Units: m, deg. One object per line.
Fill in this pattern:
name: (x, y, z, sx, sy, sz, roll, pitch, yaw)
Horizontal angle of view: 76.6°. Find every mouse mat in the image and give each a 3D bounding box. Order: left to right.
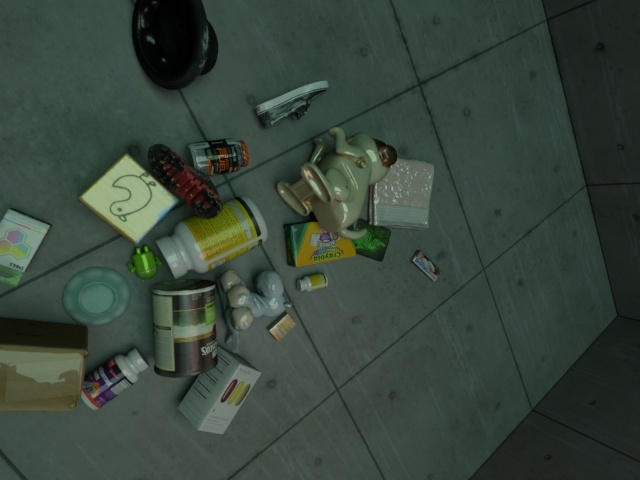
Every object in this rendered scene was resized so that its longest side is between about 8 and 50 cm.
mouse mat: (0.221, 0.000, 1.775, 0.190, 0.007, 0.152, 18, 86, -27)

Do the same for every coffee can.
coffee can: (-0.445, 0.279, 1.334, 0.202, 0.202, 0.274, -3, 96, -28)

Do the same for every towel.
towel: (0.363, -0.211, 1.804, 0.332, 0.053, 0.316, 3, 92, -29)

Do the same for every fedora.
fedora: (-0.431, -0.635, 1.268, 0.153, 0.335, 0.333, -19, 106, -62)

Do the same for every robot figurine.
robot figurine: (-0.573, 0.074, 1.323, 0.101, 0.067, 0.115, -18, 103, -34)

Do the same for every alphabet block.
alphabet block: (-0.580, -0.124, 1.232, 0.197, 0.194, 0.192, 45, 72, -24)

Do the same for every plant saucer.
plant saucer: (-0.703, 0.181, 1.281, 0.195, 0.037, 0.194, -2, 95, -28)

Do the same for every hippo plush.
hippo plush: (-0.217, 0.227, 1.432, 0.237, 0.234, 0.293, -12, 100, -26)

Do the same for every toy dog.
toy dog: (0.114, -0.247, 1.529, 0.395, 0.285, 0.408, 45, 62, -4)

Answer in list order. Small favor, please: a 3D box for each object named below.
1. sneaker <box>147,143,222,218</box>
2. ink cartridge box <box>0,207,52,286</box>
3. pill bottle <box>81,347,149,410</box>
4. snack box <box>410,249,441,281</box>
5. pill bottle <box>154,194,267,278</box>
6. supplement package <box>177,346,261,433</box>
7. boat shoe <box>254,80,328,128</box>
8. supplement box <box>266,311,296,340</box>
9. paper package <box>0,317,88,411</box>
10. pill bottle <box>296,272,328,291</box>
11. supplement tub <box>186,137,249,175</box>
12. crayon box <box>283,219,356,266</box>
sneaker: (-0.419, -0.189, 1.265, 0.098, 0.135, 0.276, -40, 115, 6)
ink cartridge box: (-0.879, 0.024, 1.158, 0.109, 0.062, 0.209, 29, 81, -28)
pill bottle: (-0.653, 0.433, 1.289, 0.194, 0.108, 0.108, -36, 110, -21)
snack box: (0.501, 0.121, 1.925, 0.178, 0.022, 0.064, 40, 77, -25)
pill bottle: (-0.363, -0.008, 1.359, 0.334, 0.188, 0.187, -28, 107, -24)
supplement package: (-0.350, 0.524, 1.421, 0.243, 0.134, 0.139, -58, 142, -11)
boat shoe: (-0.092, -0.503, 1.508, 0.302, 0.108, 0.102, -30, 108, -20)
supplement box: (-0.153, 0.336, 1.588, 0.098, 0.036, 0.062, -41, 111, -19)
paper package: (-0.812, 0.321, 1.080, 0.325, 0.310, 0.167, 13, 86, -29)
pill bottle: (-0.034, 0.170, 1.620, 0.117, 0.065, 0.065, -10, 99, -28)
supplement tub: (-0.349, -0.284, 1.383, 0.191, 0.117, 0.116, -16, 102, -26)
crayon box: (0.000, 0.000, 1.614, 0.279, 0.081, 0.165, -10, 99, -27)
